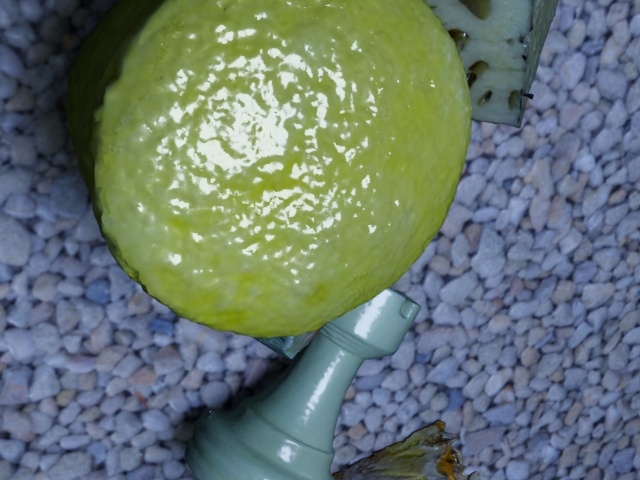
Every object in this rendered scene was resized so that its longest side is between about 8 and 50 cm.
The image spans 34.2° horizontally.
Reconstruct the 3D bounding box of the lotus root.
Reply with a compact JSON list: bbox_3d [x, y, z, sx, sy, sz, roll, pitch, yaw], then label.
[{"bbox_3d":[0.167,-0.299,1.029,0.149,0.260,0.267,11,152,12],"label":"lotus root"}]

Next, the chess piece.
[{"bbox_3d":[-0.008,0.173,1.225,0.195,0.194,0.299,30,92,-31],"label":"chess piece"}]

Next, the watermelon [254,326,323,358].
[{"bbox_3d":[0.000,0.000,1.143,0.256,0.193,0.139,-48,138,-12],"label":"watermelon"}]

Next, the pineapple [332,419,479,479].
[{"bbox_3d":[0.108,0.345,1.371,0.236,0.186,0.114,-46,130,-49],"label":"pineapple"}]

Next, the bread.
[{"bbox_3d":[-0.061,-0.112,0.975,0.348,0.308,0.348,-8,114,-18],"label":"bread"}]
